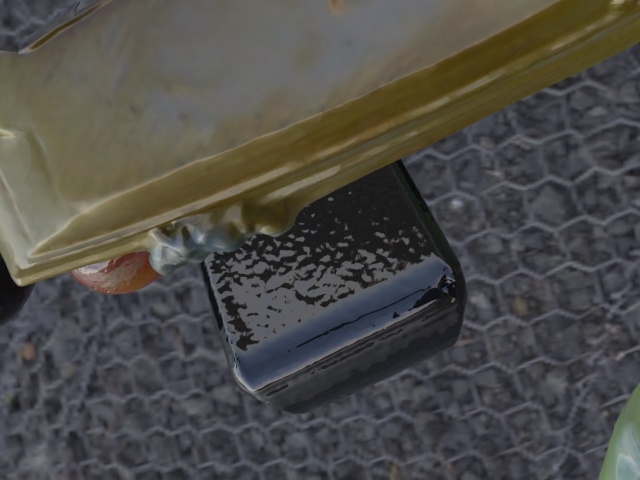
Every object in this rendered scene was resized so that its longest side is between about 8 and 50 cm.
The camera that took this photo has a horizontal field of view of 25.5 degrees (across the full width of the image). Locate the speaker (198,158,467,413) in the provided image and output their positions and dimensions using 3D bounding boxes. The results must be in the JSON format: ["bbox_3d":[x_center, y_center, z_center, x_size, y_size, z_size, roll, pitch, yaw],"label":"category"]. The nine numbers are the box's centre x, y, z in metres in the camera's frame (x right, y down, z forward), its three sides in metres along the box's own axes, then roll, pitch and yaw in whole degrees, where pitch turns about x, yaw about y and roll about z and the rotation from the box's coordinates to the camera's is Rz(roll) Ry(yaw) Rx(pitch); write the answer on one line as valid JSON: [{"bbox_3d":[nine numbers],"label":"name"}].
[{"bbox_3d":[0.000,0.000,1.166,0.180,0.184,0.388,-26,40,3],"label":"speaker"}]

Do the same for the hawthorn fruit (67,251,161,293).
[{"bbox_3d":[-0.085,-0.016,0.605,0.077,0.077,0.077,3,96,36],"label":"hawthorn fruit"}]

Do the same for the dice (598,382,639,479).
[{"bbox_3d":[0.278,0.197,0.691,0.250,0.252,0.254,0,124,-5],"label":"dice"}]

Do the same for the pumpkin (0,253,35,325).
[{"bbox_3d":[-0.396,0.006,1.448,0.233,0.233,0.163,0,68,36],"label":"pumpkin"}]

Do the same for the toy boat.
[{"bbox_3d":[0.032,-0.076,0.459,0.310,0.115,0.089,-29,86,-4],"label":"toy boat"}]
